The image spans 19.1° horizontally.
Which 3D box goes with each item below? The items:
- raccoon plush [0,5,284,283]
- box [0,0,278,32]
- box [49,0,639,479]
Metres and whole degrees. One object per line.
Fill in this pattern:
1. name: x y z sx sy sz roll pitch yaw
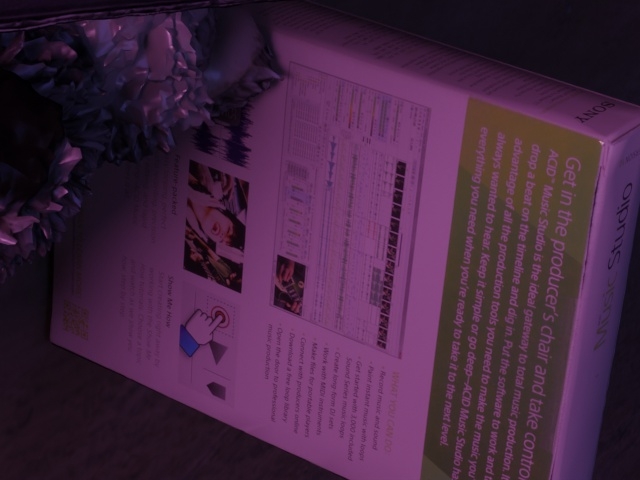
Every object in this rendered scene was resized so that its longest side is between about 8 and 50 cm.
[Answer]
1. raccoon plush: -0.219 -0.008 0.830 0.446 0.216 0.299 -45 170 19
2. box: -0.134 -0.191 0.578 0.294 0.296 0.182 -12 121 -33
3. box: 0.000 0.000 0.959 0.058 0.322 0.232 -29 133 -48
